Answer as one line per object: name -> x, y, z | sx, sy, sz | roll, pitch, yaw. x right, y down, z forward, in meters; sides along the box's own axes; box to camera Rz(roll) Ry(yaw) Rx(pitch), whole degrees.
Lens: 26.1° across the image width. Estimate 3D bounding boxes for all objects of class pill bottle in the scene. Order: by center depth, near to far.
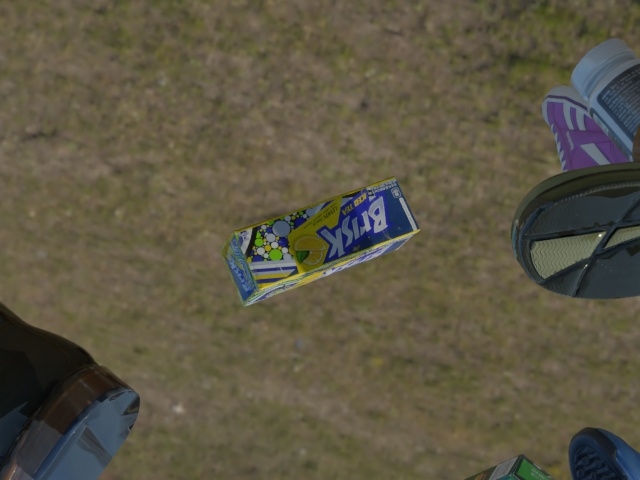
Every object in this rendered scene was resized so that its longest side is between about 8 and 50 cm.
pill bottle -> 0.305, -0.124, 1.321 | 0.137, 0.078, 0.078 | 56, 178, 26

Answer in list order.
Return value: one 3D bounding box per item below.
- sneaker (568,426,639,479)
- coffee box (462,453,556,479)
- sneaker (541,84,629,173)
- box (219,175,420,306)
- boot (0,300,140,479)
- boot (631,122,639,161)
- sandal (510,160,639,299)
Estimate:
sneaker -> 0.278, 0.222, 1.067 | 0.209, 0.082, 0.069 | 50, 147, 15
coffee box -> 0.240, 0.334, 1.738 | 0.113, 0.040, 0.184 | 38, 148, -4
sneaker -> 0.332, -0.101, 1.792 | 0.102, 0.161, 0.282 | 36, -174, -26
box -> 0.000, 0.000, 1.233 | 0.169, 0.059, 0.054 | -20, 169, -24
boot -> -0.202, 0.133, 0.724 | 0.106, 0.219, 0.082 | 39, 171, 23
boot -> 0.420, -0.062, 1.137 | 0.280, 0.096, 0.264 | 1, -174, 29
sandal -> 0.269, -0.023, 0.936 | 0.302, 0.120, 0.086 | 2, -151, -14
